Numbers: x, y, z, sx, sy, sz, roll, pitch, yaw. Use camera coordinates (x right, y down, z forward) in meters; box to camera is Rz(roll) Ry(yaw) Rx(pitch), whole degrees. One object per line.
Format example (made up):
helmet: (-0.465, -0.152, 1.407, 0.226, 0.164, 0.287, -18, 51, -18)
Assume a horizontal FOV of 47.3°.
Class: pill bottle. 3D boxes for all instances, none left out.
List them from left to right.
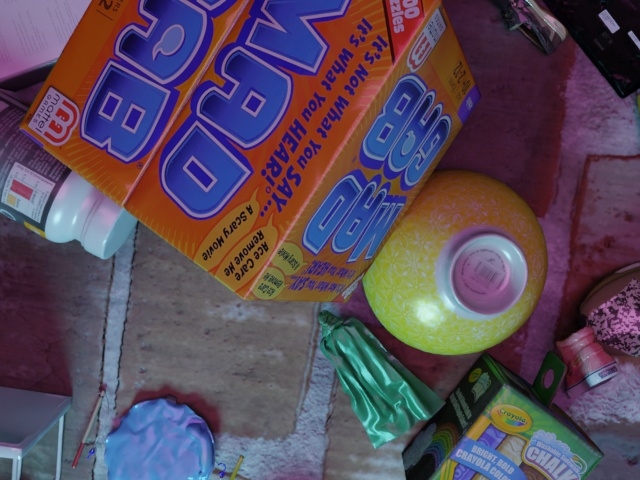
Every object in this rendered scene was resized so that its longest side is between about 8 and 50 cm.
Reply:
pill bottle: (-0.410, -0.095, 1.090, 0.278, 0.162, 0.162, 30, 96, -1)

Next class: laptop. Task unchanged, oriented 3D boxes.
laptop: (0.504, -0.396, 1.108, 0.264, 0.136, 0.234, -38, 93, 30)

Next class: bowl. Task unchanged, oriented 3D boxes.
bowl: (0.216, 0.041, 1.064, 0.289, 0.156, 0.289, -1, 96, -10)

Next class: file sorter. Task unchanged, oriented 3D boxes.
file sorter: (-0.561, 0.335, 1.126, 0.278, 0.193, 0.173, 8, 99, 1)

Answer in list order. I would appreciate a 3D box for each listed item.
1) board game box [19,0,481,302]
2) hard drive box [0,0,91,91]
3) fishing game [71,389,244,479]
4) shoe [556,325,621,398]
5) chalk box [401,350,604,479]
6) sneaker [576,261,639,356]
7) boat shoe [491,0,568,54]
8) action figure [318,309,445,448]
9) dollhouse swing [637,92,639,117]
board game box: (-0.061, -0.166, 0.928, 0.356, 0.356, 0.356, 34, 96, 18)
hard drive box: (-0.406, -0.351, 1.100, 0.232, 0.089, 0.181, -18, 95, 3)
fishing game: (-0.262, 0.348, 1.194, 0.264, 0.041, 0.189, 20, 88, 5)
shoe: (0.395, 0.184, 1.106, 0.063, 0.178, 0.081, -24, 69, -3)
chalk box: (0.283, 0.300, 1.102, 0.179, 0.180, 0.289, 38, 97, -2)
sneaker: (0.593, 0.110, 1.071, 0.410, 0.182, 0.158, -4, 94, 4)
boat shoe: (0.300, -0.337, 1.098, 0.152, 0.056, 0.049, 35, 91, -2)
action figure: (0.073, 0.202, 1.155, 0.137, 0.063, 0.232, -37, 98, 7)
dollhouse swing: (0.677, -0.109, 0.973, 0.305, 0.347, 0.315, -12, 95, -6)
